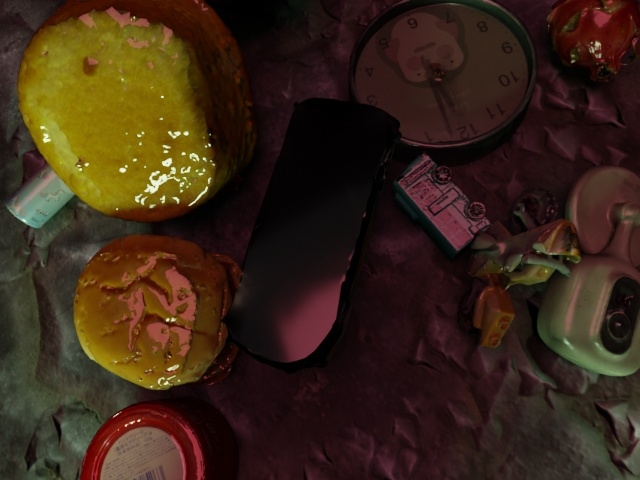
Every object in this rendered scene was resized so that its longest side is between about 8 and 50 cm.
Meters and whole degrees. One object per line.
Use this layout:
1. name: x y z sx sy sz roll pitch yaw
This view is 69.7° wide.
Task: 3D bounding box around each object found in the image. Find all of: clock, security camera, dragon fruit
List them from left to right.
1. clock: 0.203 -0.282 0.788 0.318 0.066 0.319 -2 74 9
2. dragon fruit: 0.436 -0.336 0.728 0.136 0.133 0.166 -5 71 1
3. security camera: 0.404 0.030 0.636 0.157 0.080 0.302 24 78 -8

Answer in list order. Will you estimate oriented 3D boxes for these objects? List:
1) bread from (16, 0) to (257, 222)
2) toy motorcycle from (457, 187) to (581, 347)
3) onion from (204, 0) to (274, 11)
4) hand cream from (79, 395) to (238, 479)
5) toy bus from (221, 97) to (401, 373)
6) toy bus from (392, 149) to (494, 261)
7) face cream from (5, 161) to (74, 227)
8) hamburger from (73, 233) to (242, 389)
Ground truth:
1. bread: -0.275 -0.205 0.714 0.336 0.204 0.359 -14 113 2
2. toy motorcycle: 0.262 0.044 0.619 0.093 0.130 0.229 14 109 -25
3. onion: -0.217 -0.609 0.770 0.397 0.398 0.421 -2 107 9
4. hand cream: -0.225 0.324 0.656 0.192 0.125 0.193 -4 72 11
5. toy bus: 0.000 0.000 0.689 0.171 0.162 0.387 13 76 16
6. toy bus: 0.183 -0.052 0.717 0.091 0.079 0.160 -37 73 0
7. face cream: -0.470 -0.128 0.855 0.075 0.075 0.229 42 85 18
8. hamburger: -0.231 0.108 0.699 0.244 0.163 0.245 -2 72 8
